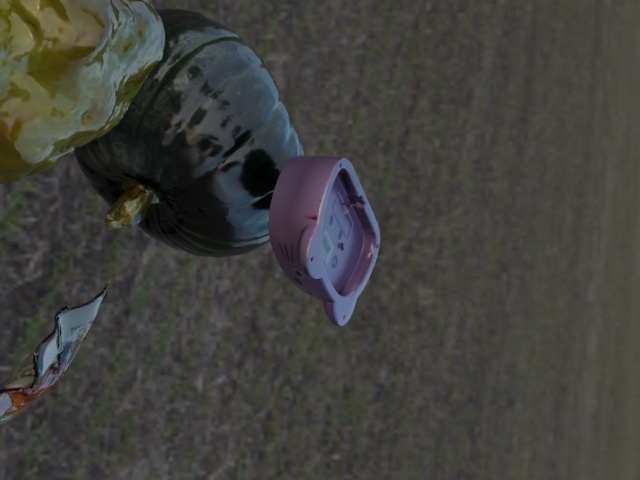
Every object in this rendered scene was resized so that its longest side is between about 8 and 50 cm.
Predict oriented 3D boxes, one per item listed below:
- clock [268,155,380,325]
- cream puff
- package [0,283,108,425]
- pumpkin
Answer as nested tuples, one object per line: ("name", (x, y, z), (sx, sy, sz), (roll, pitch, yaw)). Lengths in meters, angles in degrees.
("clock", (0.000, 0.000, 1.067), (0.153, 0.050, 0.110), (62, 44, -55))
("cream puff", (-0.193, -0.171, 0.678), (0.282, 0.185, 0.282), (46, 11, -12))
("package", (-0.288, 0.146, 1.200), (0.232, 0.040, 0.166), (-50, -177, 22))
("pumpkin", (-0.130, -0.090, 1.159), (0.216, 0.250, 0.250), (-56, 149, -24))
